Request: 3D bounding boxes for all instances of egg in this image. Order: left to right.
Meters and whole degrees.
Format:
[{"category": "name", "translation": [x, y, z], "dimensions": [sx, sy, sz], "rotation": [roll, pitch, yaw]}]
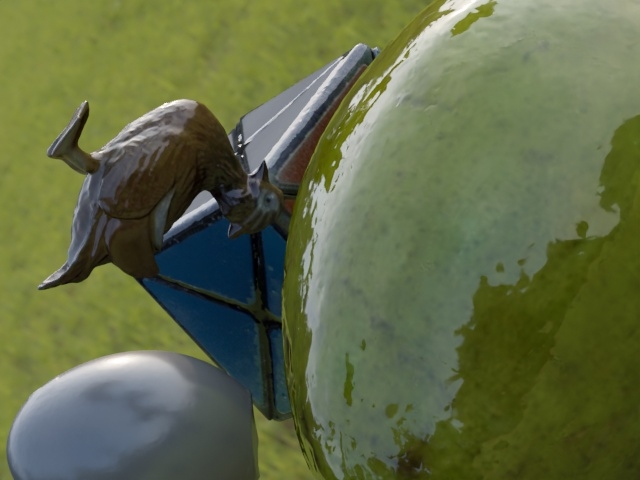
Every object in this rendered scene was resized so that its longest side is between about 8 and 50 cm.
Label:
[{"category": "egg", "translation": [-0.173, 0.189, 1.639], "dimensions": [0.176, 0.232, 0.176], "rotation": [-1, -90, -85]}]

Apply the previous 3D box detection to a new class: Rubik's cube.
[{"category": "Rubik's cube", "translation": [0.000, 0.000, 1.803], "dimensions": [0.260, 0.259, 0.255], "rotation": [-28, 18, 51]}]

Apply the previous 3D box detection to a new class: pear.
[{"category": "pear", "translation": [0.109, 0.013, 0.849], "dimensions": [0.307, 0.253, 0.253], "rotation": [-64, 14, -7]}]

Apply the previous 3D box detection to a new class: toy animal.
[{"category": "toy animal", "translation": [-0.133, -0.022, 1.373], "dimensions": [0.188, 0.179, 0.089], "rotation": [-59, 12, -2]}]
